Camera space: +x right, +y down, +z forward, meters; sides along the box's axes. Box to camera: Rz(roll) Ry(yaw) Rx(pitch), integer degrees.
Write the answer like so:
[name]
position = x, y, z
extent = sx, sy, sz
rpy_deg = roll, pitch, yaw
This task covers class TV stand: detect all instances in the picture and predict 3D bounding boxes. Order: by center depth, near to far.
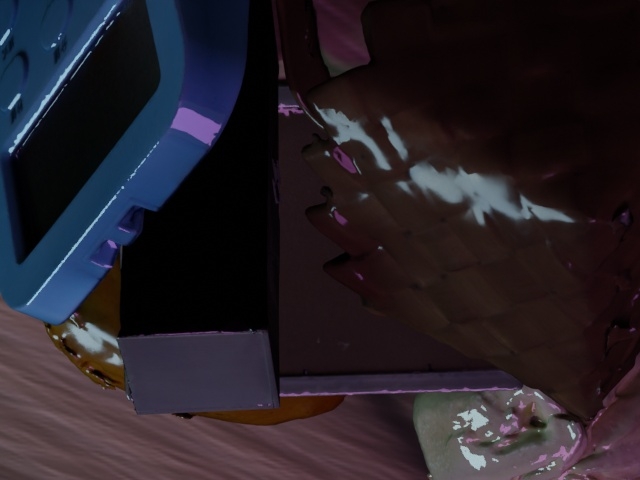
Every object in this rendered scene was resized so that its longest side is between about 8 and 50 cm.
[TV stand]
position = -0.068, -0.031, 1.088
extent = 0.088, 0.270, 0.083
rpy_deg = -3, 142, 1

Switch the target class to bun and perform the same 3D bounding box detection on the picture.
[bun]
position = 0.187, 0.150, 1.440
extent = 0.229, 0.145, 0.229
rpy_deg = -2, 139, -2

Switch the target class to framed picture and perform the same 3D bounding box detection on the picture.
[framed picture]
position = 0.000, 0.000, 1.231
extent = 0.274, 0.217, 0.017
rpy_deg = 0, -173, -1

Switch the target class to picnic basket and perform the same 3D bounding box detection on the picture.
[picnic basket]
position = 0.102, -0.099, 1.042
extent = 0.321, 0.291, 0.254
rpy_deg = 31, 152, 28

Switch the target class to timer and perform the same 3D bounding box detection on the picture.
[timer]
position = -0.124, -0.106, 1.008
extent = 0.091, 0.250, 0.232
rpy_deg = 19, 137, -26

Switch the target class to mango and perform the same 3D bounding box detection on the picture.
[mango]
position = -0.080, 0.054, 1.317
extent = 0.248, 0.151, 0.156
rpy_deg = 14, 108, -11
